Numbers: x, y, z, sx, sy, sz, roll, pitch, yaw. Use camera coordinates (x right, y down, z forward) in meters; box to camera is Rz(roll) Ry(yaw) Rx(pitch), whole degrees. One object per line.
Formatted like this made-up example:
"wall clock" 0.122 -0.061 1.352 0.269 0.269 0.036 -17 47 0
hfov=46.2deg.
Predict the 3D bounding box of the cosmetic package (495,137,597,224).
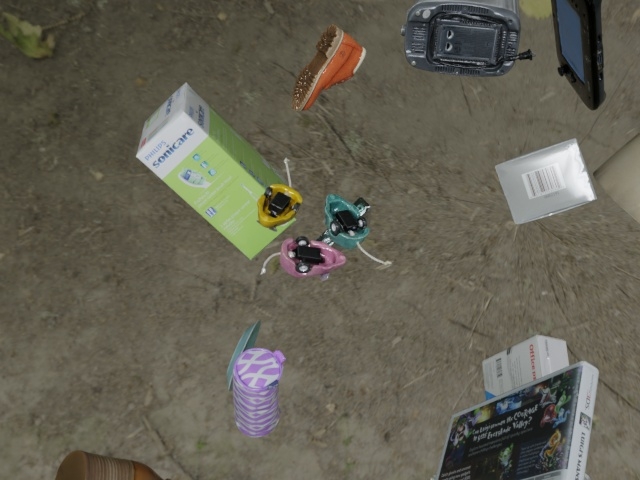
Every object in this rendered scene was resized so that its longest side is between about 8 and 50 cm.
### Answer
"cosmetic package" 0.358 -0.098 1.188 0.127 0.238 0.107 -19 88 21

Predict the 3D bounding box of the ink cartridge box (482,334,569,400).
"ink cartridge box" 0.456 0.313 1.663 0.085 0.203 0.148 13 61 -22

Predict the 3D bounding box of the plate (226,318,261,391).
"plate" -0.190 0.274 1.810 0.024 0.188 0.188 22 98 4

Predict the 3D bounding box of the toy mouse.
"toy mouse" 0.000 0.000 0.732 0.143 0.161 0.031 25 132 2

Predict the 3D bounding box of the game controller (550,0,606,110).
"game controller" 0.476 -0.385 1.395 0.067 0.319 0.167 -17 54 12

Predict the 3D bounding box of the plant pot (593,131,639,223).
"plant pot" 0.605 -0.129 1.127 0.256 0.256 0.274 40 114 11

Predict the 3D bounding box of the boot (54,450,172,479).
"boot" -0.231 0.409 0.898 0.109 0.220 0.284 -29 46 25

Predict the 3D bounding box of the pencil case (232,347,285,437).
"pencil case" -0.105 0.259 1.282 0.088 0.206 0.086 -32 63 -27

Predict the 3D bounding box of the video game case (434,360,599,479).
"video game case" 0.151 0.204 0.630 0.022 0.173 0.190 31 145 -10

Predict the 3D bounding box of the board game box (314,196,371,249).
"board game box" 0.032 -0.006 1.242 0.126 0.186 0.026 -44 83 -2

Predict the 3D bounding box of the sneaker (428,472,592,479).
"sneaker" 0.232 0.358 0.923 0.293 0.102 0.146 9 119 -20

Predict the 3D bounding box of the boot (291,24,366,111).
"boot" 0.014 -0.279 1.283 0.158 0.084 0.059 -55 39 19

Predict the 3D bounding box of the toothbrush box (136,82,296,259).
"toothbrush box" -0.188 -0.131 1.387 0.122 0.206 0.283 -40 115 11

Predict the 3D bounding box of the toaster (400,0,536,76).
"toaster" 0.256 -0.368 1.290 0.226 0.146 0.129 7 130 10
